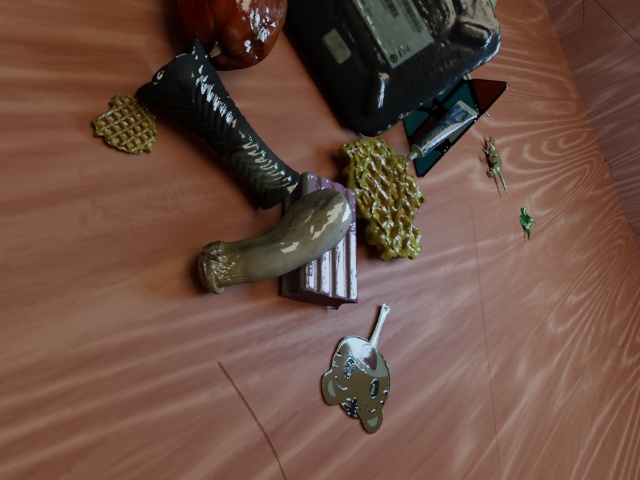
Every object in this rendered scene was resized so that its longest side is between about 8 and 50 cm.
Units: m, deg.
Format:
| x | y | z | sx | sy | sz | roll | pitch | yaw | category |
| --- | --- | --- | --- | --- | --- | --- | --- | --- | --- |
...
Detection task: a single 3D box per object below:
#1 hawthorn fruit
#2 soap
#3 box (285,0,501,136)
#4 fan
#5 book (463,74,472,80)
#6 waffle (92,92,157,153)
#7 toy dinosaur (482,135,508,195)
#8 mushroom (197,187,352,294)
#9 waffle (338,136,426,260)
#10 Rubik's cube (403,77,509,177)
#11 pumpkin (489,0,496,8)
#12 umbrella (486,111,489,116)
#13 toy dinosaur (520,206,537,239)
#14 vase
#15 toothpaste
| x | y | z | sx | sy | sz | roll | pitch | yaw | category |
| --- | --- | --- | --- | --- | --- | --- | --- | --- | --- |
| -0.136 | -0.344 | 0.683 | 0.173 | 0.173 | 0.179 | -3 | 98 | -46 | hawthorn fruit |
| 0.000 | 0.000 | 0.744 | 0.122 | 0.065 | 0.203 | 19 | 62 | -39 | soap |
| 0.135 | -0.425 | 0.883 | 0.359 | 0.350 | 0.091 | 56 | 3 | -14 | box |
| 0.082 | 0.200 | 0.791 | 0.152 | 0.008 | 0.226 | 44 | 49 | -23 | fan |
| 0.380 | -0.515 | 1.349 | 0.182 | 0.014 | 0.127 | -16 | 80 | -44 | book |
| -0.248 | -0.152 | 0.593 | 0.078 | 0.016 | 0.085 | 30 | 56 | -39 | waffle |
| 0.540 | -0.231 | 1.398 | 0.162 | 0.039 | 0.126 | 53 | 44 | -18 | toy dinosaur |
| -0.060 | 0.005 | 0.626 | 0.223 | 0.081 | 0.092 | -31 | 81 | -20 | mushroom |
| 0.137 | -0.084 | 0.918 | 0.291 | 0.051 | 0.291 | 27 | 53 | -43 | waffle |
| 0.273 | -0.348 | 1.094 | 0.234 | 0.250 | 0.284 | 44 | 50 | 2 | Rubik's cube |
| 0.256 | -0.588 | 1.048 | 0.332 | 0.332 | 0.199 | 15 | 69 | -41 | pumpkin |
| 0.472 | -0.441 | 1.421 | 0.165 | 0.025 | 0.027 | 41 | 65 | -23 | umbrella |
| 0.654 | -0.051 | 1.457 | 0.060 | 0.029 | 0.119 | 32 | 58 | -14 | toy dinosaur |
| -0.131 | -0.153 | 0.654 | 0.237 | 0.115 | 0.115 | 47 | 47 | -28 | vase |
| 0.261 | -0.238 | 1.010 | 0.197 | 0.035 | 0.057 | -41 | 70 | -12 | toothpaste |
